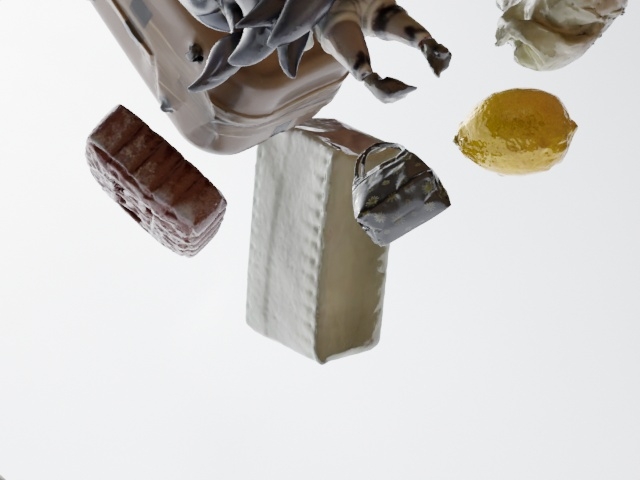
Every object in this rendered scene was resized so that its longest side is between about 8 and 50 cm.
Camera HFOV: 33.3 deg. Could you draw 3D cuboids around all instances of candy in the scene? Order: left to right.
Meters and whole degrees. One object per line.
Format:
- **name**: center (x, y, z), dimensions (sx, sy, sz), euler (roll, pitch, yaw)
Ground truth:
- **candy**: center (0.000, -0.001, 1.648), dimensions (0.145, 0.358, 0.208), euler (-8, -159, -36)

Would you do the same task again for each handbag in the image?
- **handbag**: center (-0.083, -0.256, 1.127), dimensions (0.283, 0.149, 0.302), euler (-26, -108, -37)
- **handbag**: center (0.086, -0.079, 1.369), dimensions (0.072, 0.115, 0.139), euler (47, -166, -47)

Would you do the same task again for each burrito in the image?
- **burrito**: center (0.221, -0.249, 0.941), dimensions (0.107, 0.175, 0.348), euler (37, -160, -6)

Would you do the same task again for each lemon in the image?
- **lemon**: center (0.243, -0.135, 1.336), dimensions (0.155, 0.114, 0.114), euler (-2, -135, 17)

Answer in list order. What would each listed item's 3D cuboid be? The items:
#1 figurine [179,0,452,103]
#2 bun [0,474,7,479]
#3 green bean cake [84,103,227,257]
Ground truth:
- **figurine**: center (-0.016, -0.209, 0.740), dimensions (0.175, 0.197, 0.265), euler (-14, -158, -34)
- **bun**: center (-0.469, 0.383, 1.264), dimensions (0.263, 0.263, 0.175), euler (40, -140, 3)
- **green bean cake**: center (-0.150, -0.048, 0.960), dimensions (0.136, 0.135, 0.056), euler (42, -103, 2)
